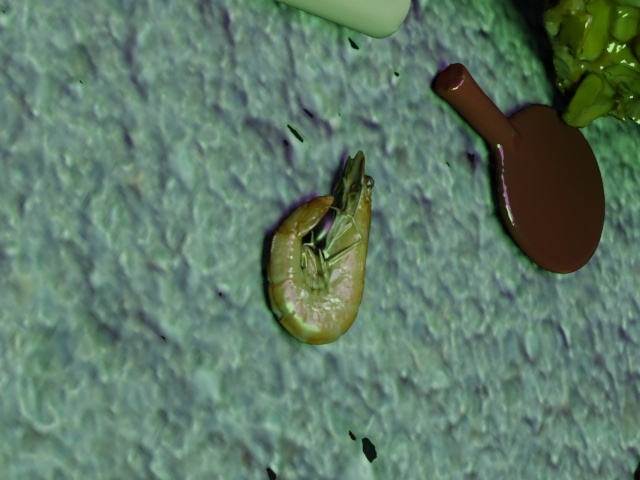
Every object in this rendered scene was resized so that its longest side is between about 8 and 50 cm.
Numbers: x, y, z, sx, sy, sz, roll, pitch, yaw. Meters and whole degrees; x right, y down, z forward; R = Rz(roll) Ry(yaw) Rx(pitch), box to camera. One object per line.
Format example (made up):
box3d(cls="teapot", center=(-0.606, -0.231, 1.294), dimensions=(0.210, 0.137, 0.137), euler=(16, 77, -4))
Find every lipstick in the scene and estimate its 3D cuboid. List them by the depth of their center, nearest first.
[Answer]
box3d(cls="lipstick", center=(-0.012, -0.138, 0.945), dimensions=(0.130, 0.038, 0.038), euler=(16, 71, -40))

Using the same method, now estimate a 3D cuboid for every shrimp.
box3d(cls="shrimp", center=(0.000, 0.000, 0.941), dimensions=(0.059, 0.023, 0.108), euler=(20, 67, -30))

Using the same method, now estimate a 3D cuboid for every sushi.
box3d(cls="sushi", center=(0.219, -0.113, 1.060), dimensions=(0.296, 0.166, 0.179), euler=(38, 54, -33))

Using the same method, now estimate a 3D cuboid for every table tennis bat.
box3d(cls="table tennis bat", center=(0.118, -0.046, 1.063), dimensions=(0.154, 0.019, 0.098), euler=(43, 54, -31))

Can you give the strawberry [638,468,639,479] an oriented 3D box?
box3d(cls="strawberry", center=(0.234, 0.149, 1.112), dimensions=(0.104, 0.048, 0.152), euler=(4, 82, -46))
